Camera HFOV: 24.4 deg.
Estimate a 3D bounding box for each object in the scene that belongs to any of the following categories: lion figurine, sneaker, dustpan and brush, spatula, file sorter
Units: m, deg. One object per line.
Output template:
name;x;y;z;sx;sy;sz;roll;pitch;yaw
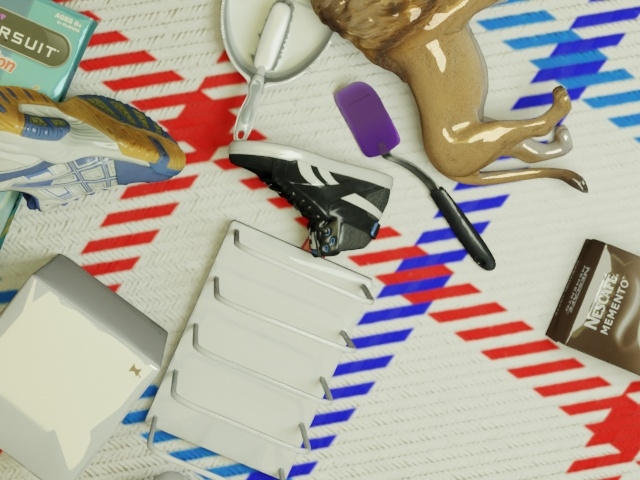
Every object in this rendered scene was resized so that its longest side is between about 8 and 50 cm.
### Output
lion figurine;0.156;-0.196;1.785;0.240;0.142;0.392;-23;98;1
sneaker;-0.296;-0.097;1.735;0.296;0.112;0.131;9;123;-44
sneaker;-0.017;-0.044;1.786;0.217;0.079;0.121;13;87;-23
dustpan and brush;-0.068;-0.218;1.804;0.147;0.060;0.211;18;93;-6
spatula;0.124;-0.075;1.833;0.296;0.084;0.030;48;58;-12
file sorter;-0.071;0.146;1.772;0.193;0.173;0.277;23;94;-6

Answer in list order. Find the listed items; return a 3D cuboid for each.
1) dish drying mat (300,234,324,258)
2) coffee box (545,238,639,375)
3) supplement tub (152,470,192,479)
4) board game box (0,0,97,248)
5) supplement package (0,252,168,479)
dish drying mat;0.000;0.000;1.853;0.032;0.008;0.083;31;92;-7
coffee box;0.427;0.107;1.846;0.246;0.098;0.141;21;92;-5
supplement tub;-0.221;0.428;1.778;0.272;0.191;0.191;-41;96;-1
board game box;-0.452;-0.161;1.772;0.254;0.079;0.336;23;93;-6
supplement package;-0.297;0.142;1.699;0.175;0.293;0.177;38;90;-6
